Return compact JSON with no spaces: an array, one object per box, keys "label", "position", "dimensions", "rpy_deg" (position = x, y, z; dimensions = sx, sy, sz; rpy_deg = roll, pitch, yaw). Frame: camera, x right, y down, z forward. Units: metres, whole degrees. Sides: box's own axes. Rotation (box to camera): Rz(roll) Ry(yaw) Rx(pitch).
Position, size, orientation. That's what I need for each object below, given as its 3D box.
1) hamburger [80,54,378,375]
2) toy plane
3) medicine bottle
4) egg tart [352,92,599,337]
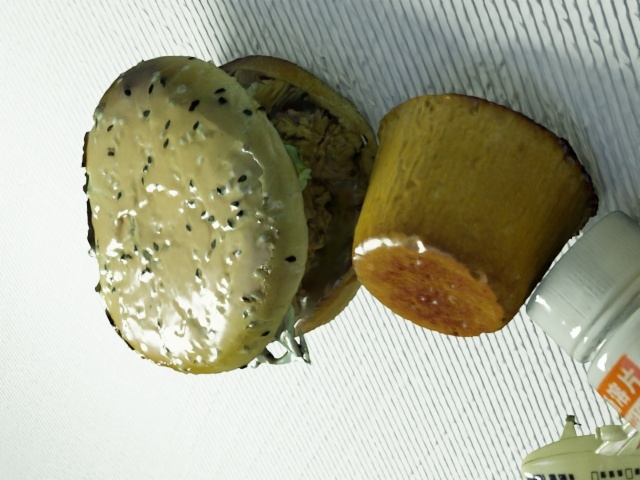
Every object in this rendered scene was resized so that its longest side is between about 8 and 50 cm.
[{"label":"hamburger","position":[-0.081,-0.028,1.317],"dimensions":[0.277,0.195,0.318],"rpy_deg":[4,101,45]},{"label":"toy plane","position":[0.325,0.214,1.285],"dimensions":[0.256,0.104,0.242],"rpy_deg":[2,132,25]},{"label":"medicine bottle","position":[0.306,0.099,1.126],"dimensions":[0.252,0.144,0.144],"rpy_deg":[47,147,17]},{"label":"egg tart","position":[0.128,-0.018,1.191],"dimensions":[0.215,0.171,0.215],"rpy_deg":[21,152,11]}]
